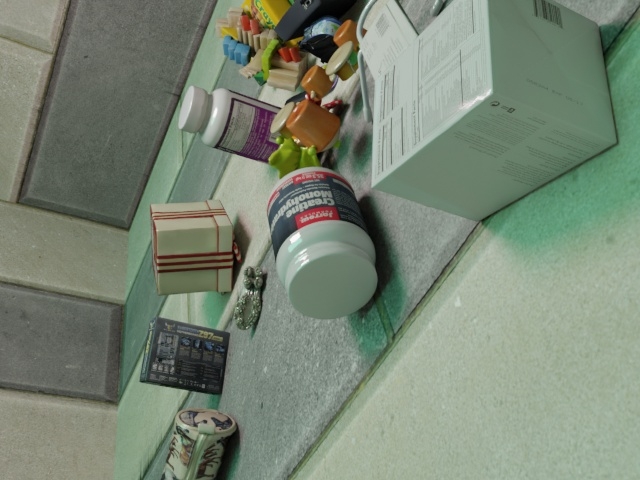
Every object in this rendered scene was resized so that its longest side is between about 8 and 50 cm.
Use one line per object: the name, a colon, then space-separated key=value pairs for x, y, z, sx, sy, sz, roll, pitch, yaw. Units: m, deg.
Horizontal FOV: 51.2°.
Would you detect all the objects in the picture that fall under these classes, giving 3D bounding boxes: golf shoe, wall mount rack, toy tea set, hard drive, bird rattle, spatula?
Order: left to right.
golf shoe: x=-0.191 y=0.159 z=1.820 sx=0.086 sy=0.069 sz=0.176 roll=121 pitch=162 yaw=-78
bird rattle: x=-0.043 y=-0.255 z=1.648 sx=0.207 sy=0.143 sz=0.253 roll=130 pitch=153 yaw=-74
spatula: x=-0.031 y=-0.407 z=1.812 sx=0.296 sy=0.030 sz=0.084 roll=-16 pitch=60 yaw=63
hard drive: x=-0.004 y=-0.590 z=1.710 sx=0.254 sy=0.172 sz=0.054 roll=-18 pitch=96 yaw=64
toy tea set: x=0.035 y=-0.328 z=1.479 sx=0.336 sy=0.124 sz=0.200 roll=-54 pitch=23 yaw=4
wall mount rack: x=0.145 y=-0.310 z=1.271 sx=0.304 sy=0.130 sz=0.350 roll=-54 pitch=31 yaw=32

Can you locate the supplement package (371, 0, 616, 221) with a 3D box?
supplement package: x=0.222 y=-0.183 z=0.923 sx=0.262 sy=0.199 sz=0.198 roll=-37 pitch=44 yaw=55

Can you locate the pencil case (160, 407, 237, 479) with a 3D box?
pencil case: x=-0.347 y=0.633 z=1.740 sx=0.183 sy=0.160 sz=0.410 roll=-139 pitch=66 yaw=-72

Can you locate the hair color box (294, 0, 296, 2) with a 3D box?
hair color box: x=-0.080 y=-0.702 z=2.013 sx=0.167 sy=0.093 sz=0.053 roll=-22 pitch=56 yaw=60

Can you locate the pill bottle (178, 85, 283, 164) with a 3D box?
pill bottle: x=-0.236 y=-0.328 z=1.878 sx=0.169 sy=0.301 sz=0.169 roll=-44 pitch=39 yaw=50

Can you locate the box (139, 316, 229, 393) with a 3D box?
box: x=-0.383 y=0.331 z=1.906 sx=0.059 sy=0.232 sz=0.183 roll=-24 pitch=55 yaw=53

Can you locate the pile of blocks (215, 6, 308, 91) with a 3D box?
pile of blocks: x=-0.189 y=-0.556 z=1.888 sx=0.362 sy=0.149 sz=0.113 roll=37 pitch=151 yaw=24

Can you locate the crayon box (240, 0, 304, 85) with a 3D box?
crayon box: x=-0.152 y=-0.630 z=1.998 sx=0.083 sy=0.203 sz=0.323 roll=-38 pitch=5 yaw=-32

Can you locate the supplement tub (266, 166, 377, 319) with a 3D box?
supplement tub: x=0.000 y=0.000 z=1.312 sx=0.191 sy=0.191 sz=0.272 roll=-60 pitch=28 yaw=31

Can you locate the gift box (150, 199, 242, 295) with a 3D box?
gift box: x=-0.389 y=0.031 z=2.081 sx=0.255 sy=0.258 sz=0.276 roll=-122 pitch=32 yaw=-56

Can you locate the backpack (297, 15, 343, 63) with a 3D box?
backpack: x=0.020 y=-0.509 z=1.670 sx=0.114 sy=0.105 sz=0.084 roll=-4 pitch=66 yaw=53
